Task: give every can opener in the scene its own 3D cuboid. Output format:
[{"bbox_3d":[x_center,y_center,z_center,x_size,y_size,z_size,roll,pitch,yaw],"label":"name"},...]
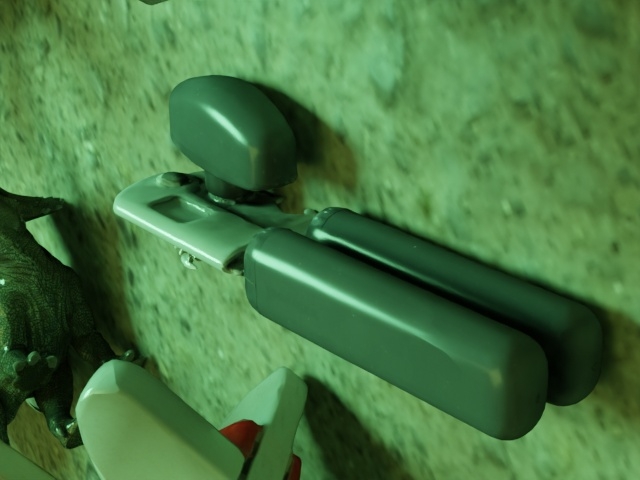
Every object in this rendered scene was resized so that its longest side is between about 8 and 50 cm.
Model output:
[{"bbox_3d":[0.000,0.000,0.531,0.280,0.074,0.093,29,129,41],"label":"can opener"}]

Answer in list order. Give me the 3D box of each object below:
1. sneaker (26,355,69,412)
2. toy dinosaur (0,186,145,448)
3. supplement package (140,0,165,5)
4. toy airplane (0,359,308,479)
[{"bbox_3d":[-0.212,0.108,0.898,0.037,0.032,0.083,36,135,36],"label":"sneaker"},{"bbox_3d":[-0.222,0.079,0.829,0.160,0.121,0.314,50,136,35],"label":"toy dinosaur"},{"bbox_3d":[-0.081,-0.227,0.422,0.293,0.175,0.178,33,136,39],"label":"supplement package"},{"bbox_3d":[-0.144,0.207,0.670,0.272,0.384,0.386,-104,12,-76],"label":"toy airplane"}]
